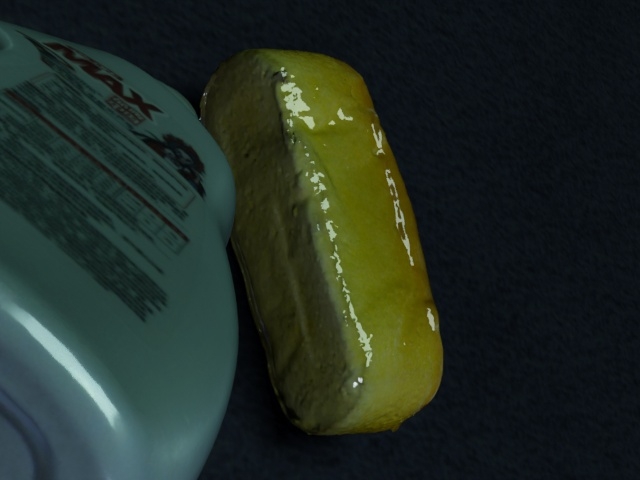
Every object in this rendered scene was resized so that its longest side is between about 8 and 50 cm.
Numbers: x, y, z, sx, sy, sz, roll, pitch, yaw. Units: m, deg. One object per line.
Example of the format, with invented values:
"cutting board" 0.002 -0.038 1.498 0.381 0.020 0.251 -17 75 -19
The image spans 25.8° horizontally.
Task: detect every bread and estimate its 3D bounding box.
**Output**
"bread" 0.000 0.000 0.854 0.094 0.102 0.245 -1 69 -46

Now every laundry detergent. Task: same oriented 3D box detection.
"laundry detergent" -0.138 -0.020 0.603 0.264 0.124 0.398 35 17 -3
